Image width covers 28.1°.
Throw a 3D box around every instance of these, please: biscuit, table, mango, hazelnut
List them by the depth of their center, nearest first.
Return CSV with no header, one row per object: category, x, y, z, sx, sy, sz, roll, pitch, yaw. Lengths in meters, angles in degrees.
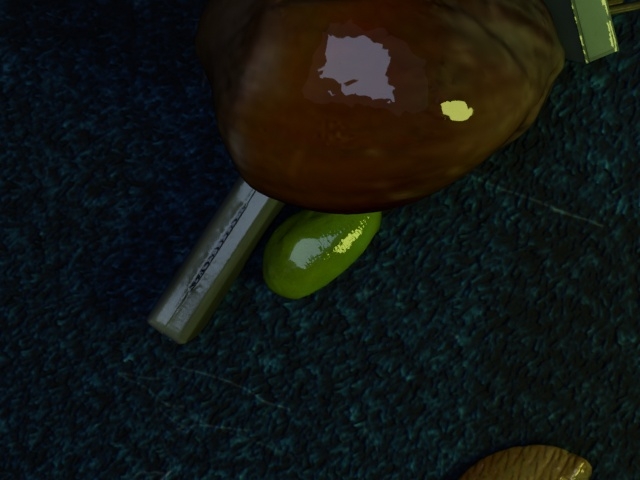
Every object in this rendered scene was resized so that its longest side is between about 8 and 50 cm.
hazelnut,0.058,-0.181,1.292,0.372,0.372,0.316,1,120,12
table,0.266,-0.321,1.340,0.111,0.121,0.240,-24,109,-12
biscuit,0.195,0.320,1.410,0.144,0.033,0.224,20,71,38
mango,0.000,0.000,1.456,0.165,0.074,0.091,-43,81,10

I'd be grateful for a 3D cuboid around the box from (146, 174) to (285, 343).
box,-0.106,0.004,1.464,0.055,0.103,0.244,34,98,5
